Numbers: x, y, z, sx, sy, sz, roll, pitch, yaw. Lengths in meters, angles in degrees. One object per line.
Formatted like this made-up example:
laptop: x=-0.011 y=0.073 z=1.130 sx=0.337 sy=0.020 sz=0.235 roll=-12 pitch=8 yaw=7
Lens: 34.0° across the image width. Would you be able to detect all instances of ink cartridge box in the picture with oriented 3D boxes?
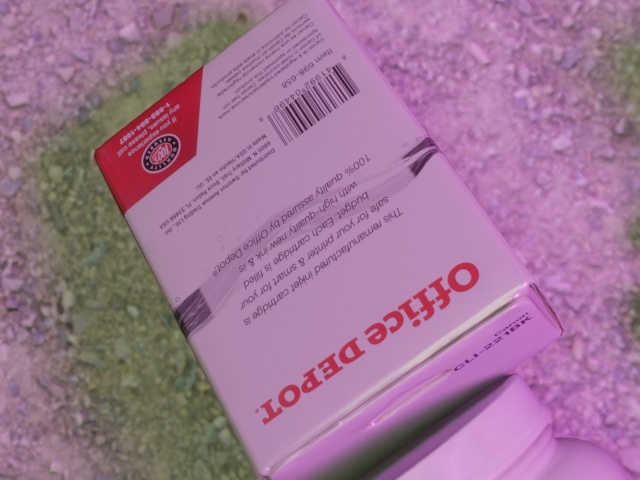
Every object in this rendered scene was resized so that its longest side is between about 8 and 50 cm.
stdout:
ink cartridge box: x=0.000 y=0.000 z=0.692 sx=0.197 sy=0.114 sz=0.273 roll=-36 pitch=60 yaw=8

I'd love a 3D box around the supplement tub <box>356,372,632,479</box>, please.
supplement tub: x=0.138 y=0.275 z=0.645 sx=0.241 sy=0.241 sz=0.331 roll=-37 pitch=84 yaw=8
